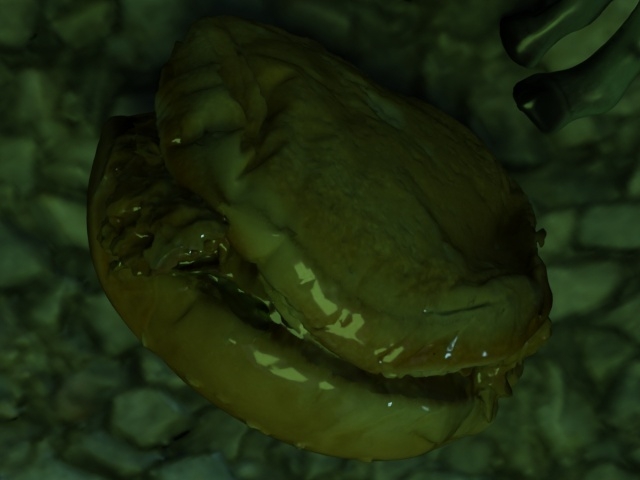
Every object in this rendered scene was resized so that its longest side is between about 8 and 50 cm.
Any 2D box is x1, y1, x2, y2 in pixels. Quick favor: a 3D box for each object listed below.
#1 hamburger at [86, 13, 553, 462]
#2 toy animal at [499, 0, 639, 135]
[{"bbox_3d":[0.000,0.000,0.561,0.147,0.138,0.083,23,117,-21],"label":"hamburger"},{"bbox_3d":[0.042,-0.145,0.509,0.170,0.090,0.255,-32,119,13],"label":"toy animal"}]
